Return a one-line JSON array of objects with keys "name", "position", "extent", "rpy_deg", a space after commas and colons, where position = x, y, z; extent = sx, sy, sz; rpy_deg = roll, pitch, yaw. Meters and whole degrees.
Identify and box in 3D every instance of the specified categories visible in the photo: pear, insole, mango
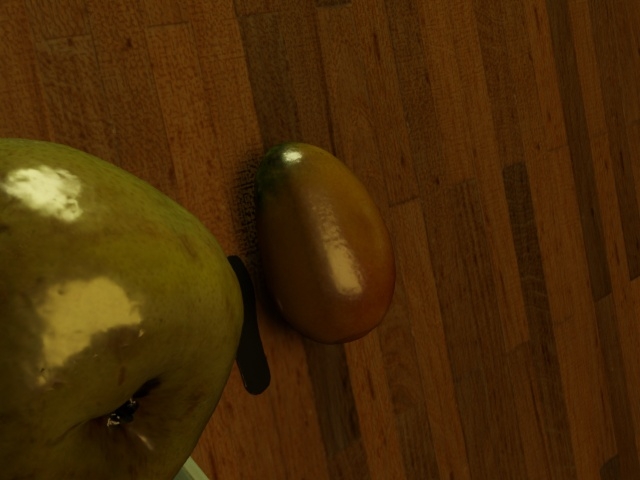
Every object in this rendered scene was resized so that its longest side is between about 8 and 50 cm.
[{"name": "pear", "position": [-0.218, 0.069, 0.744], "extent": [0.304, 0.304, 0.304], "rpy_deg": [3, 86, -46]}, {"name": "insole", "position": [-0.080, 0.090, 1.090], "extent": [0.053, 0.002, 0.152], "rpy_deg": [-27, 106, -43]}, {"name": "mango", "position": [0.005, 0.001, 1.099], "extent": [0.151, 0.120, 0.221], "rpy_deg": [-12, 89, -44]}]

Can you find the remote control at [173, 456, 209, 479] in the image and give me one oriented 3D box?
[{"name": "remote control", "position": [-0.195, 0.305, 0.893], "extent": [0.140, 0.056, 0.296], "rpy_deg": [49, 47, 9]}]
